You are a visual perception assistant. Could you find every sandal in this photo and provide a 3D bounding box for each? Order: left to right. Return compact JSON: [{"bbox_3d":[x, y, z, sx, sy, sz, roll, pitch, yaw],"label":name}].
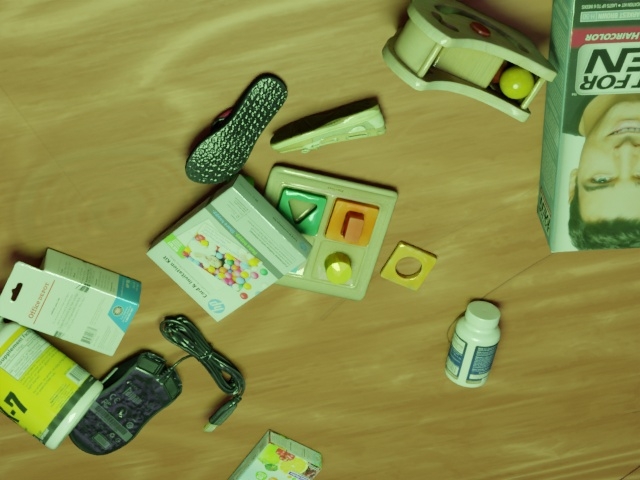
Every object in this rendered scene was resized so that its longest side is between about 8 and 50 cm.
[{"bbox_3d":[-0.111,-0.146,1.704,0.067,0.040,0.179,36,100,-29],"label":"sandal"}]

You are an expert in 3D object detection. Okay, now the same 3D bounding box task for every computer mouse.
[{"bbox_3d":[-0.240,0.239,1.929,0.184,0.060,0.262,41,100,-20],"label":"computer mouse"}]

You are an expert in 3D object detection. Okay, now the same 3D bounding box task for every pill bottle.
[{"bbox_3d":[-0.424,0.189,1.822,0.208,0.119,0.119,37,115,-1],"label":"pill bottle"},{"bbox_3d":[0.226,0.151,1.889,0.067,0.067,0.120,7,122,-7],"label":"pill bottle"}]

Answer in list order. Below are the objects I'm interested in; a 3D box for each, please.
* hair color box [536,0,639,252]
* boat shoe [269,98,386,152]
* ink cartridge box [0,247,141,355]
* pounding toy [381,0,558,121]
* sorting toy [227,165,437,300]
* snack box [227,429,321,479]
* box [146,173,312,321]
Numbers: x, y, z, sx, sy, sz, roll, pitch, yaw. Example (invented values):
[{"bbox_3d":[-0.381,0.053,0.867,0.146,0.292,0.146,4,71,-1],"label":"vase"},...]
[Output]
[{"bbox_3d":[0.392,-0.171,1.666,0.186,0.113,0.374,-3,123,-1],"label":"hair color box"},{"bbox_3d":[0.010,-0.141,1.701,0.153,0.056,0.048,-20,117,1],"label":"boat shoe"},{"bbox_3d":[-0.356,0.081,1.817,0.180,0.060,0.104,22,119,-17],"label":"ink cartridge box"},{"bbox_3d":[0.175,-0.263,1.571,0.270,0.154,0.154,23,119,-17],"label":"pounding toy"},{"bbox_3d":[0.000,0.000,1.793,0.348,0.047,0.196,12,121,-10],"label":"sorting toy"},{"bbox_3d":[-0.077,0.374,2.032,0.100,0.037,0.141,29,117,-19],"label":"snack box"},{"bbox_3d":[-0.126,0.013,1.763,0.186,0.038,0.145,-34,108,33],"label":"box"}]
